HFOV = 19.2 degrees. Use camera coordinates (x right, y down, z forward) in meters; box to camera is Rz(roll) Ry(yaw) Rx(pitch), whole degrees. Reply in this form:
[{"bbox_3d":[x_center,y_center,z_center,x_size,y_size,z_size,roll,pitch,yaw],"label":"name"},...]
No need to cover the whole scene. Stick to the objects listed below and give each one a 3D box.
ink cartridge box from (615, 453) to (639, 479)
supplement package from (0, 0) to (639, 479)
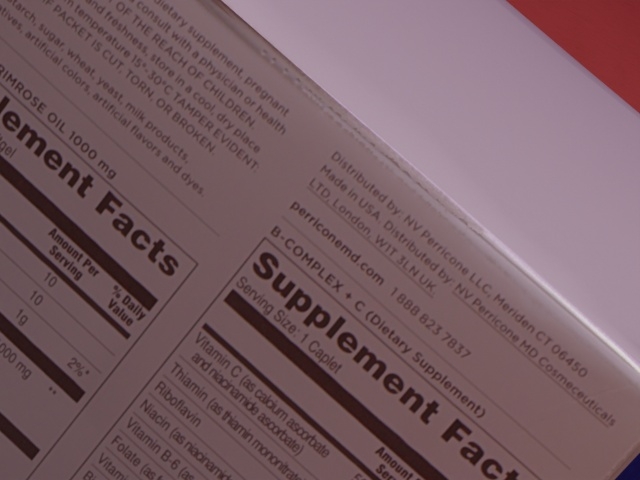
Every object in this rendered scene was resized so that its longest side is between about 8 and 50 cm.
[{"bbox_3d":[0.262,0.121,0.916,0.395,0.151,0.270,36,22,11],"label":"ink cartridge box"},{"bbox_3d":[0.000,0.000,0.564,0.204,0.145,0.262,42,18,7],"label":"supplement package"}]
